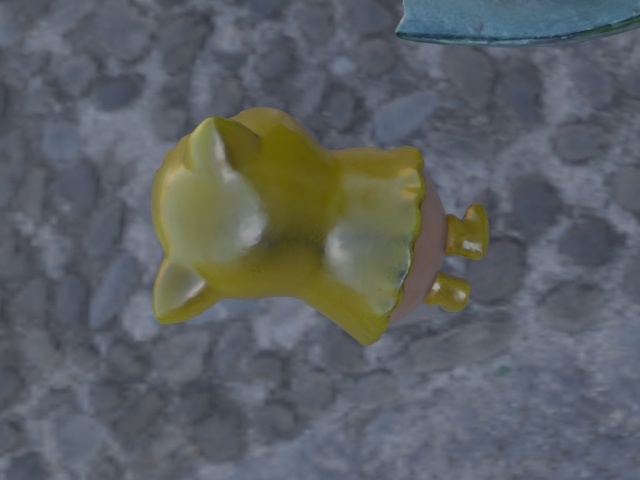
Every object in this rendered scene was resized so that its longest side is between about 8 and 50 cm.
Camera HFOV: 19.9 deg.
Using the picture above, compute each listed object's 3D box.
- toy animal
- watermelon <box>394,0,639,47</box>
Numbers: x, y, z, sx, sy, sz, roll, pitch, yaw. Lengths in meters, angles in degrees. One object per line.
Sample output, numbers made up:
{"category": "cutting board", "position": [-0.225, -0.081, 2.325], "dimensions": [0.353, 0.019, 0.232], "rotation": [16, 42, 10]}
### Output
{"category": "toy animal", "position": [0.001, -0.005, 1.228], "dimensions": [0.156, 0.230, 0.156], "rotation": [-171, 90, -72]}
{"category": "watermelon", "position": [0.138, -0.218, 0.821], "dimensions": [0.226, 0.148, 0.318], "rotation": [44, 99, 9]}
